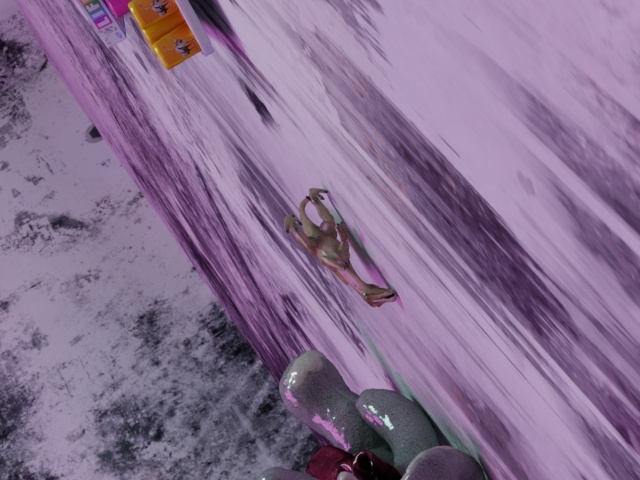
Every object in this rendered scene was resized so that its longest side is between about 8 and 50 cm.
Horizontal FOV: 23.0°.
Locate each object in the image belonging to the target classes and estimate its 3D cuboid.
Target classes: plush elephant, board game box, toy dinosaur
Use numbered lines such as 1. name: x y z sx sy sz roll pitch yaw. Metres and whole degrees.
1. plush elephant: 0.040 0.286 1.594 0.330 0.272 0.255 26 177 16
2. board game box: -0.263 -0.303 1.804 0.103 0.026 0.154 58 -169 -38
3. board game box: -0.249 -0.365 1.510 0.390 0.050 0.390 61 175 -21
4. toy dinosaur: 0.000 0.000 1.453 0.183 0.053 0.093 50 170 44
